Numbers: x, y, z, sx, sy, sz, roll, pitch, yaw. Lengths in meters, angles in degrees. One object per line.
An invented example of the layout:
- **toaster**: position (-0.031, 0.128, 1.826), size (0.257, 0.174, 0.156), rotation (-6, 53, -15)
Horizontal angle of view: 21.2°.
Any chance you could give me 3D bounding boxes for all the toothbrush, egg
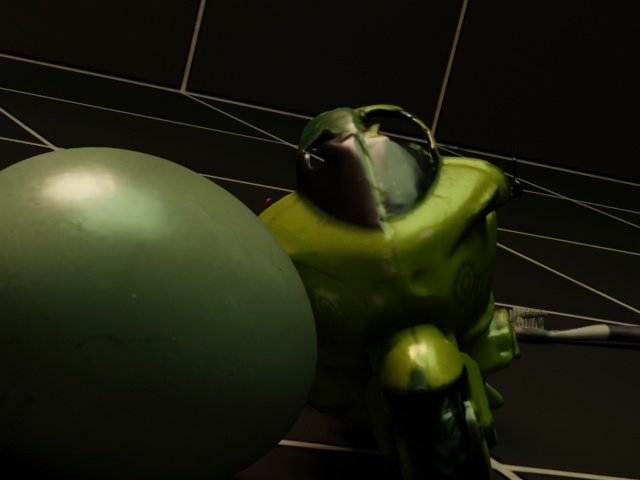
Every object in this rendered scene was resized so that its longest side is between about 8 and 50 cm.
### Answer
- **toothbrush**: position (0.259, 0.079, 1.479), size (0.288, 0.026, 0.024), rotation (7, 14, -40)
- **egg**: position (-0.086, 0.038, 0.765), size (0.192, 0.149, 0.149), rotation (31, -5, -40)

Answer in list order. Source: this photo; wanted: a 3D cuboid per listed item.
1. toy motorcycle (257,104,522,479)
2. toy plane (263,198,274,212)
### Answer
- **toy motorcycle**: position (0.033, 0.025, 0.930), size (0.142, 0.206, 0.342), rotation (-4, 9, -3)
- **toy plane**: position (-0.001, 0.003, 1.449), size (0.130, 0.061, 0.189), rotation (17, 5, 28)
